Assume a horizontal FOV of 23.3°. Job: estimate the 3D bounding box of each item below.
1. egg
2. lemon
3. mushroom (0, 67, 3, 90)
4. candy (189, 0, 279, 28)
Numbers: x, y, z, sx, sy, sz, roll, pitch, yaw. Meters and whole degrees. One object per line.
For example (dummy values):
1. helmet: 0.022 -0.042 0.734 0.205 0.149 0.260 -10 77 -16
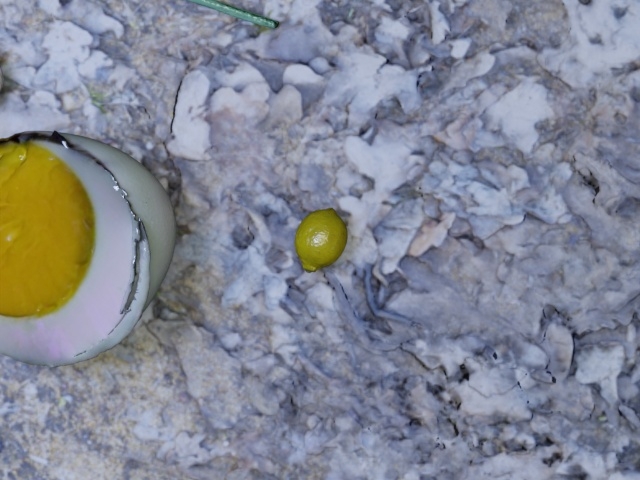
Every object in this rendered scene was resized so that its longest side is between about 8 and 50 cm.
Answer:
1. egg: -0.291 0.003 1.777 0.286 0.174 0.264 -13 92 22
2. lemon: 0.000 0.000 1.841 0.062 0.062 0.083 21 87 -3
3. mushroom: -0.407 -0.189 1.821 0.084 0.067 0.083 2 94 32
4. candy: -0.208 -0.310 1.840 0.336 0.093 0.092 18 79 -12
